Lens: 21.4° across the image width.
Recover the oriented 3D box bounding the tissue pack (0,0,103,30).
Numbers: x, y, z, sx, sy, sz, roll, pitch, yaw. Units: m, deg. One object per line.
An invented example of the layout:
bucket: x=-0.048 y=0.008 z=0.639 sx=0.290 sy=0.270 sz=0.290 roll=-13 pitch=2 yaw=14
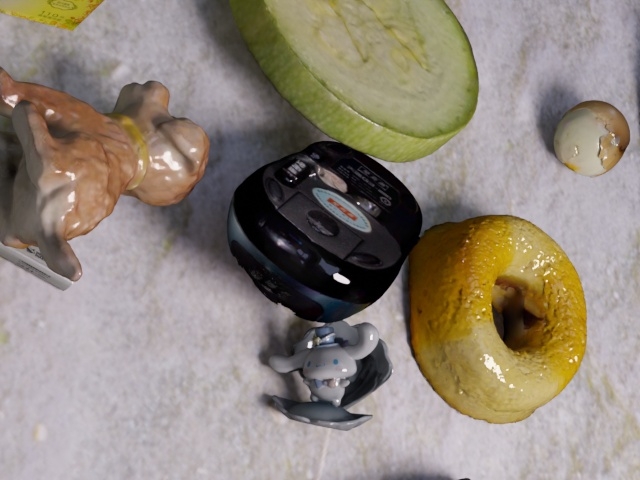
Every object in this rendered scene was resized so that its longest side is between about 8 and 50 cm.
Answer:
tissue pack: x=-0.253 y=-0.233 z=1.292 sx=0.176 sy=0.062 sz=0.095 roll=12 pitch=61 yaw=-33

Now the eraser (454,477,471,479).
eraser: x=0.020 y=0.252 z=1.262 sx=0.352 sy=0.061 sz=0.089 roll=-13 pitch=76 yaw=-41

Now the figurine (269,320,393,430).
figurine: x=0.006 y=0.101 z=1.320 sx=0.082 sy=0.094 sz=0.086 roll=21 pitch=80 yaw=-74

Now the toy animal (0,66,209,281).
toy animal: x=-0.147 y=-0.037 z=1.231 sx=0.185 sy=0.104 sz=0.184 roll=5 pitch=43 yaw=-46

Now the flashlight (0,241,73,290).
flashlight: x=-0.216 y=0.009 z=1.226 sx=0.083 sy=0.018 sz=0.018 roll=32 pitch=53 yaw=-22

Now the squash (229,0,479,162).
squash: x=0.029 y=-0.179 z=1.465 sx=0.252 sy=0.049 sz=0.252 roll=28 pitch=40 yaw=-27

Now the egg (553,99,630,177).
egg: x=0.263 y=-0.101 z=1.634 sx=0.071 sy=0.071 sz=0.083 roll=53 pitch=32 yaw=-4

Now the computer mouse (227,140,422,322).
computer mouse: x=0.000 y=0.000 z=1.339 sx=0.137 sy=0.096 sz=0.233 roll=43 pitch=24 yaw=6

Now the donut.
donut: x=0.158 y=0.060 z=1.463 sx=0.174 sy=0.074 sz=0.190 roll=35 pitch=51 yaw=-20
